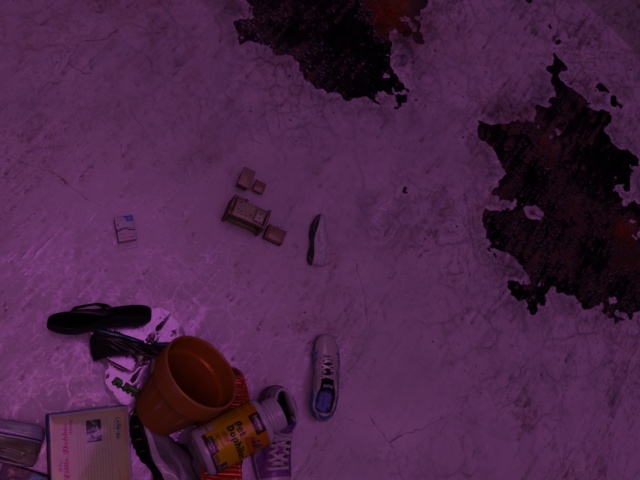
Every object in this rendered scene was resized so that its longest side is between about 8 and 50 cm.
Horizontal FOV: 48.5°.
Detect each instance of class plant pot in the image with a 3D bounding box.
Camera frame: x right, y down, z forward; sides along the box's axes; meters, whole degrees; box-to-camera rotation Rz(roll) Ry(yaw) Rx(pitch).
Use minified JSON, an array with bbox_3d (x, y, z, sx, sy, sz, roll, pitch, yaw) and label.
[{"bbox_3d":[-0.338,0.365,1.705,0.205,0.188,0.205,37,26,-21],"label":"plant pot"}]

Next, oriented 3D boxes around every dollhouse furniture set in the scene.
[{"bbox_3d":[-0.155,-0.101,1.971,0.181,0.101,0.161,24,71,-13],"label":"dollhouse furniture set"}]

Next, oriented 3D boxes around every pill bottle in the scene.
[{"bbox_3d":[-0.191,0.456,1.685,0.214,0.117,0.117,-25,87,-21],"label":"pill bottle"}]

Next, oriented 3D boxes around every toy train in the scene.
[{"bbox_3d":[-0.487,0.372,1.790,0.083,0.017,0.024,33,58,-10],"label":"toy train"}]

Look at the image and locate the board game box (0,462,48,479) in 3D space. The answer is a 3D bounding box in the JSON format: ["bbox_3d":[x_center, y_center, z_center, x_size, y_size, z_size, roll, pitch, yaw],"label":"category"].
[{"bbox_3d":[-0.712,0.624,1.646,0.126,0.026,0.186,22,71,-14],"label":"board game box"}]

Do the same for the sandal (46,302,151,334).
[{"bbox_3d":[-0.550,0.181,1.769,0.254,0.097,0.055,-6,113,-30],"label":"sandal"}]

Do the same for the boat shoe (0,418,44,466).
[{"bbox_3d":[-0.786,0.453,1.608,0.302,0.109,0.094,11,56,-19],"label":"boat shoe"}]

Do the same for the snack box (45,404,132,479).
[{"bbox_3d":[-0.547,0.564,1.688,0.187,0.060,0.322,0,77,-30],"label":"snack box"}]

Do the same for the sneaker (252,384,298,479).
[{"bbox_3d":[-0.111,0.514,1.816,0.102,0.161,0.282,-1,79,-21],"label":"sneaker"}]

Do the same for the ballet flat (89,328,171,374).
[{"bbox_3d":[-0.440,0.288,1.793,0.280,0.095,0.096,10,84,-7],"label":"ballet flat"}]

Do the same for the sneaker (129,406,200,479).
[{"bbox_3d":[-0.384,0.525,1.759,0.108,0.100,0.272,-29,92,-37],"label":"sneaker"}]

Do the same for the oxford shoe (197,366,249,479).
[{"bbox_3d":[-0.251,0.502,1.799,0.129,0.133,0.364,6,57,-5],"label":"oxford shoe"}]

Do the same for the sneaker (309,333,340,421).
[{"bbox_3d":[0.018,0.371,1.934,0.085,0.086,0.237,8,74,-16],"label":"sneaker"}]

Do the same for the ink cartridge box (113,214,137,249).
[{"bbox_3d":[-0.510,-0.021,1.865,0.048,0.028,0.083,-11,82,-21],"label":"ink cartridge box"}]

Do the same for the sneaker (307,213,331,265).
[{"bbox_3d":[0.000,0.000,2.035,0.061,0.053,0.152,10,80,-27],"label":"sneaker"}]
